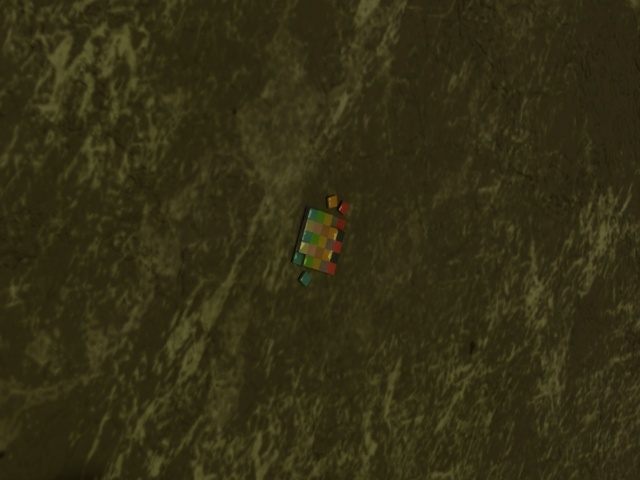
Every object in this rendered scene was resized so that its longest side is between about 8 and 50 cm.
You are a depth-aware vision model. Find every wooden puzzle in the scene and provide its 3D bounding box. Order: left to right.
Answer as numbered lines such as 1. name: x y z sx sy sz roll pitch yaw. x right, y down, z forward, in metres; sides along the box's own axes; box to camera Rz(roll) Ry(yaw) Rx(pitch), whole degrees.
1. wooden puzzle: 0.000 0.000 1.410 0.049 0.006 0.083 18 85 -45
